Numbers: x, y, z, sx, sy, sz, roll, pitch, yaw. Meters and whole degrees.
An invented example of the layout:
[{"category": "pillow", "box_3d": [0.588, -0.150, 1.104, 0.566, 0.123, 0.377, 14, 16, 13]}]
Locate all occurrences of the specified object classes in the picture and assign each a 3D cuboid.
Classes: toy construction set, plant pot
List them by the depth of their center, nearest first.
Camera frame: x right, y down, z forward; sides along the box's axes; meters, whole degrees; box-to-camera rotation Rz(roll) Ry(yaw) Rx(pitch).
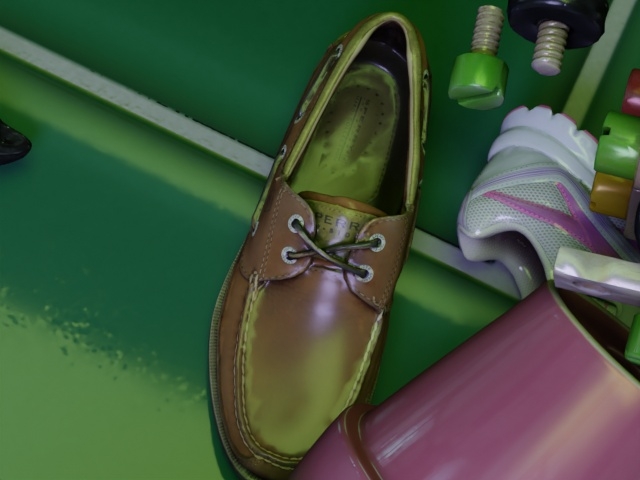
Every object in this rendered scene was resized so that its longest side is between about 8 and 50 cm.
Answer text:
[{"category": "plant pot", "box_3d": [0.113, 0.129, 0.904, 0.201, 0.201, 0.180, 43, 103, 9]}, {"category": "toy construction set", "box_3d": [0.241, -0.017, 0.916, 0.308, 0.257, 0.237, 18, 71, -13]}]

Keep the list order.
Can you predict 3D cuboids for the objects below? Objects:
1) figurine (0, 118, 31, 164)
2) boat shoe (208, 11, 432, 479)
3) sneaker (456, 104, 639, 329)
[{"category": "figurine", "box_3d": [-0.313, -0.112, 1.042, 0.209, 0.092, 0.215, -18, 71, -22]}, {"category": "boat shoe", "box_3d": [0.000, 0.000, 1.023, 0.110, 0.104, 0.307, 12, 68, -3]}, {"category": "sneaker", "box_3d": [0.186, 0.032, 1.047, 0.252, 0.103, 0.111, 38, 70, 16]}]
